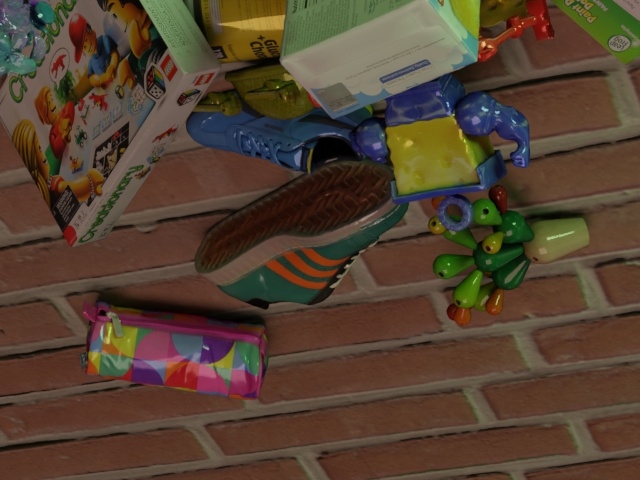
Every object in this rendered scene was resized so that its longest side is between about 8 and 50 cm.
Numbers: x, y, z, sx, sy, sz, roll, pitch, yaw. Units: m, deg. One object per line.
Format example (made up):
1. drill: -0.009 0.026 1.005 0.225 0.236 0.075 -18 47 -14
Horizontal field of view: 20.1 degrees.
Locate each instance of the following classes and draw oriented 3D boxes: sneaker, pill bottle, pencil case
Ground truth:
1. sneaker: 0.000 0.000 2.056 0.302 0.108 0.121 -20 134 40
2. pill bottle: -0.034 -0.233 1.777 0.184 0.103 0.103 -5 139 15
3. sneaker: -0.046 -0.113 1.941 0.209 0.082 0.069 0 142 10
4. pencil case: -0.181 0.136 2.243 0.236 0.104 0.104 9 140 -4

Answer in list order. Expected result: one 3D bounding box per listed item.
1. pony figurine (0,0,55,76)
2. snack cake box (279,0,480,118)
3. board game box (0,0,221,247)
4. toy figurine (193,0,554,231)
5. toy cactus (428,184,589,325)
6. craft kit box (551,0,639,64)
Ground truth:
1. pony figurine: -0.358 -0.266 1.647 0.302 0.363 0.351 4 125 15
2. snack cake box: 0.058 -0.251 1.617 0.152 0.264 0.089 -21 134 29
3. board game box: -0.224 -0.156 1.839 0.053 0.193 0.305 -16 156 -40
4. toy figurine: 0.076 -0.095 1.799 0.362 0.191 0.217 -10 112 28
5. toy cactus: 0.211 0.007 2.054 0.180 0.112 0.219 -14 137 -5
6. craft kit box: 0.303 -0.303 1.689 0.246 0.061 0.250 -32 127 33
